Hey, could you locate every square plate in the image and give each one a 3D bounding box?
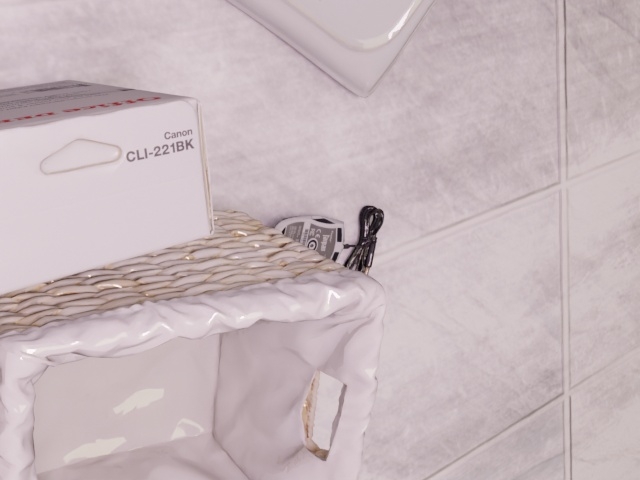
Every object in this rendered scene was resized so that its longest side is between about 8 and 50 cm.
[{"bbox_3d":[0.040,-0.366,0.850,0.347,0.049,0.344,28,106,-35],"label":"square plate"}]

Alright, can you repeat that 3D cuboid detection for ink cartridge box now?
[{"bbox_3d":[-0.240,-0.059,0.653,0.197,0.273,0.114,-17,111,-33],"label":"ink cartridge box"}]

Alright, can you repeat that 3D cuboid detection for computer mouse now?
[{"bbox_3d":[0.000,0.000,1.006,0.193,0.042,0.106,6,103,-44],"label":"computer mouse"}]

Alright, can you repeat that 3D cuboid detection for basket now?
[{"bbox_3d":[-0.153,0.156,0.743,0.331,0.266,0.328,-7,115,-32],"label":"basket"}]
